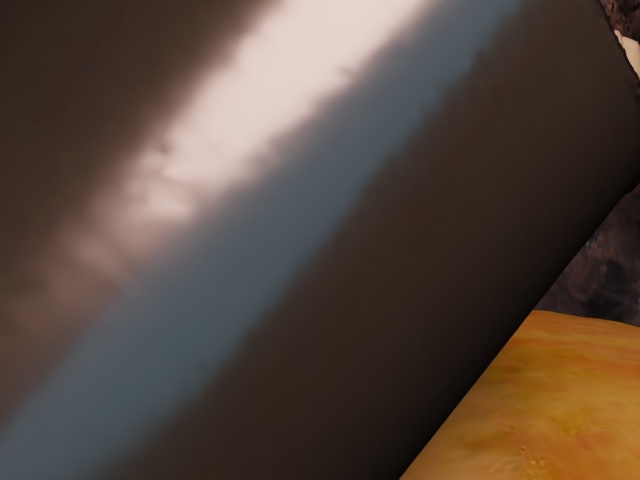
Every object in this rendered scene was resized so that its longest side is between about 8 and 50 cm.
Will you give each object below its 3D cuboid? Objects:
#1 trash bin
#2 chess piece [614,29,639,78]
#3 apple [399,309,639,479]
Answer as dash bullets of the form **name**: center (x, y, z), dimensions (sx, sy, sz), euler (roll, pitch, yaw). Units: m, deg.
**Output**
- **trash bin**: center (-0.081, 0.041, 0.485), dimensions (0.334, 0.214, 0.214), euler (-46, 110, -13)
- **chess piece**: center (-0.025, -0.091, 0.678), dimensions (0.397, 0.117, 0.117), euler (7, 73, -41)
- **apple**: center (0.108, 0.154, 0.662), dimensions (0.252, 0.314, 0.309), euler (-38, 108, 2)
